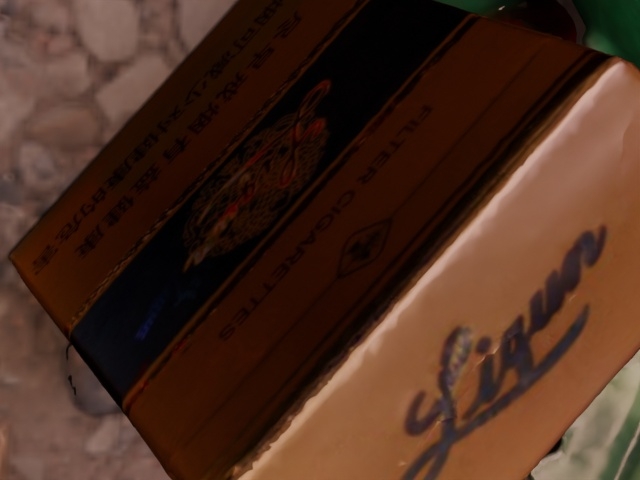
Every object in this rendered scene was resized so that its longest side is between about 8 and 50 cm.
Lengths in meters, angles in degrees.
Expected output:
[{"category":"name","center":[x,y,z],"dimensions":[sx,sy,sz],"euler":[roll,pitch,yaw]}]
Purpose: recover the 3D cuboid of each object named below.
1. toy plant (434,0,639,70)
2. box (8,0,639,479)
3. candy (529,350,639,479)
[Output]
[{"category":"toy plant","center":[0.089,-0.185,0.511],"dimensions":[0.279,0.185,0.400],"euler":[-27,99,16]},{"category":"box","center":[-0.001,0.000,0.528],"dimensions":[0.152,0.237,0.070],"euler":[-48,118,-4]},{"category":"candy","center":[0.278,0.132,0.735],"dimensions":[0.397,0.172,0.263],"euler":[24,84,-5]}]
